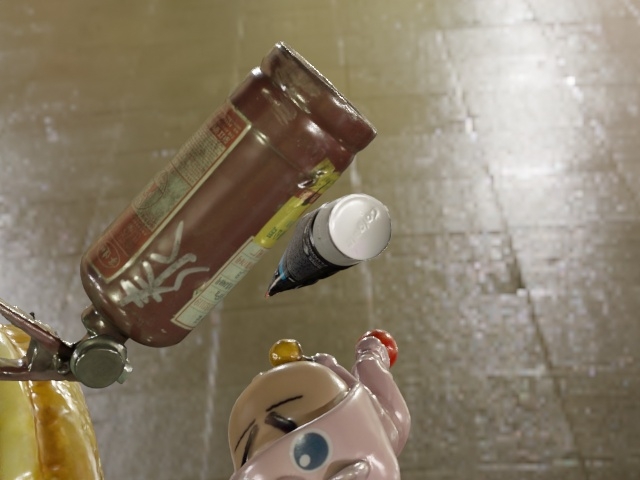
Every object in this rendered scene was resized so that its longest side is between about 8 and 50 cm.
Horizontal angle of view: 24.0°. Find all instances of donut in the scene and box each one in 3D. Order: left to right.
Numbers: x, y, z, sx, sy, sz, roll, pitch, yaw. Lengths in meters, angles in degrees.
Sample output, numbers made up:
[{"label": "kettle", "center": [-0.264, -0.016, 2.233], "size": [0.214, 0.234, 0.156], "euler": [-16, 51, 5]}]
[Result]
[{"label": "donut", "center": [-0.346, 0.294, 1.554], "size": [0.198, 0.449, 0.449], "euler": [-2, 21, -26]}]

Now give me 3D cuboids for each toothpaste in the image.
[{"label": "toothpaste", "center": [0.000, 0.000, 1.061], "size": [0.045, 0.071, 0.193], "euler": [28, -15, -11]}]

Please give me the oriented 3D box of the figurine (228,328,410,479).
[{"label": "figurine", "center": [-0.002, 0.185, 1.364], "size": [0.186, 0.176, 0.287], "euler": [47, 26, 6]}]

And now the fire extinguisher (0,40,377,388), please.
[{"label": "fire extinguisher", "center": [-0.092, -0.005, 0.820], "size": [0.252, 0.106, 0.075], "euler": [-46, 6, 8]}]
